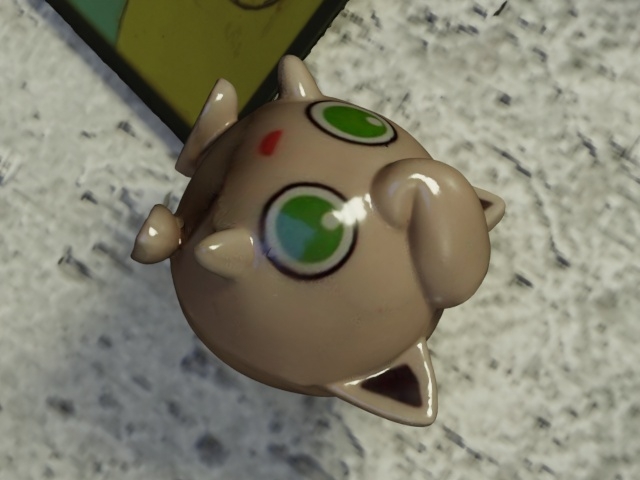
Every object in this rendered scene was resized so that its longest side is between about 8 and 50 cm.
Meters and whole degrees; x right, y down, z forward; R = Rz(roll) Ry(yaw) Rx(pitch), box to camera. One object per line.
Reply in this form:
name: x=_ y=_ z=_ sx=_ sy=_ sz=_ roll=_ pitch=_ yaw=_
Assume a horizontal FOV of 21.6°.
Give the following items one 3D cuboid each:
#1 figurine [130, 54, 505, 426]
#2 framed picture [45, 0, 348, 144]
figurine: x=0.000 y=0.000 z=0.670 sx=0.138 sy=0.125 sz=0.125 roll=24 pitch=89 yaw=2
framed picture: x=-0.083 y=-0.227 z=0.746 sx=0.324 sy=0.013 sz=0.244 roll=45 pitch=112 yaw=16
